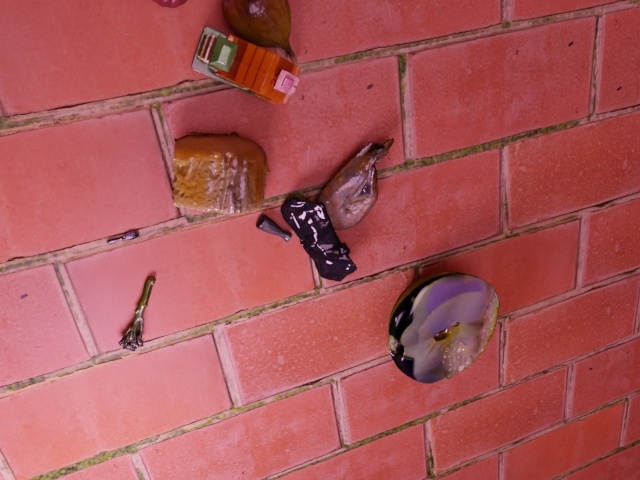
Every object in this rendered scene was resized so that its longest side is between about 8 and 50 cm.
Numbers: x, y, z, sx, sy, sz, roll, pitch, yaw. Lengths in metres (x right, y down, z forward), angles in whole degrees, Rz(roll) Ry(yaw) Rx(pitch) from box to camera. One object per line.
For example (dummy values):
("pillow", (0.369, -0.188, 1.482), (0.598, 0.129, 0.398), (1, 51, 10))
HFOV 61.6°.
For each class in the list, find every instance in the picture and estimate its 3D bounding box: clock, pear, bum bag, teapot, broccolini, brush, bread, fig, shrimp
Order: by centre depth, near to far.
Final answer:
("clock", (-0.160, -0.386, 1.216), (0.220, 0.255, 0.106), (18, 105, -25))
("fig", (-0.119, -0.503, 1.266), (0.159, 0.159, 0.257), (-44, 141, 1))
("bread", (-0.234, -0.170, 1.340), (0.262, 0.162, 0.204), (-4, 103, -35))
("brush", (-0.510, -0.006, 1.386), (0.083, 0.008, 0.024), (-17, 120, -14))
("broccolini", (-0.486, 0.204, 1.458), (0.067, 0.058, 0.216), (19, 104, -23))
("teapot", (-0.127, -0.031, 1.506), (0.111, 0.043, 0.043), (30, 99, -33))
("shrimp", (0.115, -0.156, 1.529), (0.317, 0.077, 0.168), (-47, 127, 10))
("bum bag", (0.000, 0.000, 1.530), (0.137, 0.074, 0.310), (-12, 126, 29))
("pear", (0.370, 0.253, 1.742), (0.399, 0.165, 0.399), (-8, 115, -18))

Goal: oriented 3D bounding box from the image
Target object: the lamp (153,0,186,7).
("lamp", (-0.334, -0.562, 1.168), (0.107, 0.092, 0.107), (8, 75, -33))
